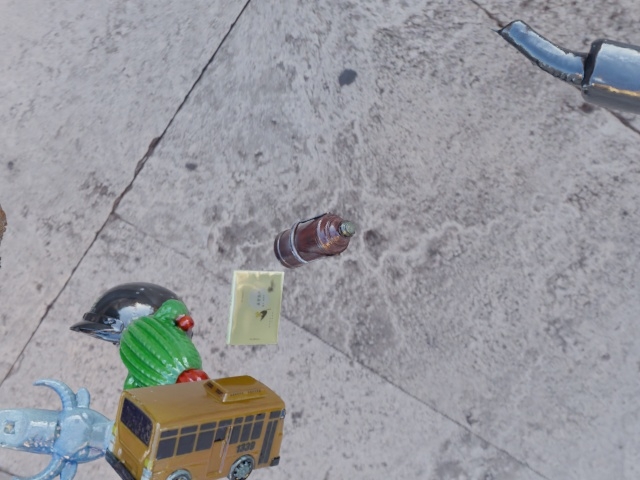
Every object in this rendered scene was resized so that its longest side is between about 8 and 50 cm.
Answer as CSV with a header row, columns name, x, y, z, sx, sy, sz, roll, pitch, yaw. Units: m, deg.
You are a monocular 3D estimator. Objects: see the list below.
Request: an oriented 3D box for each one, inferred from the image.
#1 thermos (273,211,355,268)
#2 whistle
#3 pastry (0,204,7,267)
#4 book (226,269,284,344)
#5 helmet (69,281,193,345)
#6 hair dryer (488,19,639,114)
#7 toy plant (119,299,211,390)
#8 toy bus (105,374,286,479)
name,x,y,z,sx,sy,sz,roll,pitch,yaw
thermos,0.000,-0.004,1.524,0.124,0.232,0.098,-6,81,-39
whistle,-0.447,0.336,1.191,0.269,0.093,0.180,11,72,-19
pastry,-0.736,0.001,1.238,0.292,0.337,0.405,41,133,-20
book,-0.095,0.098,0.998,0.077,0.014,0.110,3,97,-25
helmet,-0.427,0.175,1.604,0.279,0.230,0.160,20,76,-24
hair dryer,0.212,-0.083,0.340,0.272,0.235,0.091,12,85,25
toy plant,-0.237,0.194,1.021,0.155,0.240,0.088,-40,133,11
toy bus,-0.140,0.226,0.821,0.201,0.098,0.114,3,105,-45
